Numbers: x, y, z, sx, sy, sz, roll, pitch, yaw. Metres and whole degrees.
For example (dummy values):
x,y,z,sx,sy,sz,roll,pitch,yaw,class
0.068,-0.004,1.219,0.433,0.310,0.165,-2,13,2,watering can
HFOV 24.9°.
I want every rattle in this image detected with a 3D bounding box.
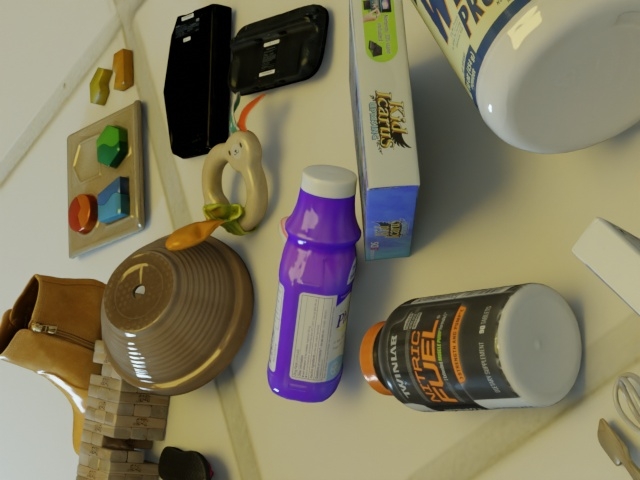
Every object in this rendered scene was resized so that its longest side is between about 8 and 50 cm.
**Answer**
x,y,z,sx,sy,sz,roll,pitch,yaw,class
-0.146,-0.099,1.959,0.130,0.143,0.199,52,139,49,rattle

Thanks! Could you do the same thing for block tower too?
x,y,z,sx,sy,sz,roll,pitch,yaw,class
-0.291,0.302,2.123,0.097,0.091,0.335,3,85,52,block tower

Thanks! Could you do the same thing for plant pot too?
x,y,z,sx,sy,sz,roll,pitch,yaw,class
-0.219,0.086,1.993,0.237,0.110,0.237,-12,63,25,plant pot

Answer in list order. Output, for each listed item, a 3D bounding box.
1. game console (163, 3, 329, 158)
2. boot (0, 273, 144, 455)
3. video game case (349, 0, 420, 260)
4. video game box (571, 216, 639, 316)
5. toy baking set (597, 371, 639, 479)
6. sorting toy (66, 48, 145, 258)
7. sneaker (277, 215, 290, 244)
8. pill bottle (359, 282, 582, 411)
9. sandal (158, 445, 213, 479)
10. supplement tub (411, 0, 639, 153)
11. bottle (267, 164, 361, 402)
x,y,z,sx,sy,sz,roll,pitch,yaw,class
-0.111,-0.238,2.046,0.361,0.044,0.213,-7,79,51,game console
-0.394,0.189,2.175,0.104,0.211,0.295,36,111,50,boot
0.070,-0.130,1.663,0.269,0.061,0.244,86,180,-73,video game case
0.345,0.074,1.297,0.048,0.187,0.205,-56,44,16,video game box
0.340,0.196,1.361,0.256,0.030,0.196,113,141,-61,toy baking set
-0.355,-0.142,2.327,0.229,0.041,0.307,-21,67,47,sorting toy
0.000,0.000,1.850,0.134,0.051,0.070,53,128,33,sneaker
0.152,0.121,1.575,0.246,0.130,0.130,-12,74,50,pill bottle
-0.180,0.324,2.029,0.179,0.040,0.067,9,85,66,sandal
0.214,-0.274,1.491,0.235,0.235,0.324,-52,47,31,supplement tub
-0.005,0.051,1.754,0.118,0.092,0.282,-66,-15,-69,bottle
